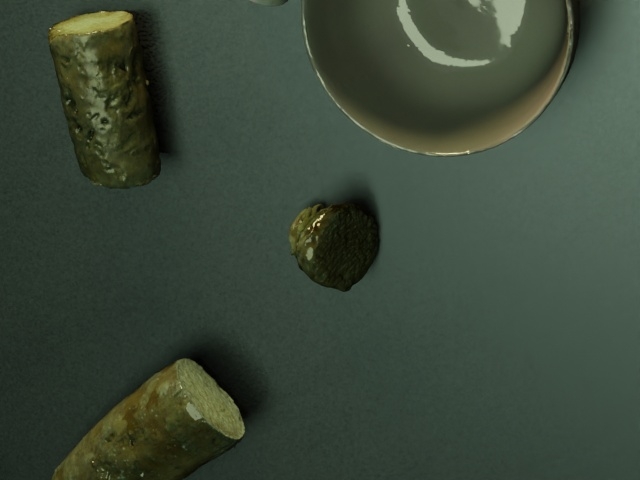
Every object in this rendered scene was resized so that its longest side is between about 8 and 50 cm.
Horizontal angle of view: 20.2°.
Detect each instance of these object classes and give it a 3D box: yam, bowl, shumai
[{"bbox_3d":[-0.224,0.265,2.230,0.133,0.133,0.330,49,123,-2],"label":"yam"},{"bbox_3d":[-0.246,-0.160,2.081,0.107,0.107,0.194,-3,109,22],"label":"yam"},{"bbox_3d":[0.138,-0.241,1.876,0.287,0.144,0.287,8,112,19],"label":"bowl"},{"bbox_3d":[0.000,-0.001,2.052,0.087,0.124,0.099,18,90,37],"label":"shumai"}]

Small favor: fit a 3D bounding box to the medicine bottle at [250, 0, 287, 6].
[{"bbox_3d":[-0.031,-0.335,1.831,0.086,0.086,0.183,35,126,6],"label":"medicine bottle"}]
